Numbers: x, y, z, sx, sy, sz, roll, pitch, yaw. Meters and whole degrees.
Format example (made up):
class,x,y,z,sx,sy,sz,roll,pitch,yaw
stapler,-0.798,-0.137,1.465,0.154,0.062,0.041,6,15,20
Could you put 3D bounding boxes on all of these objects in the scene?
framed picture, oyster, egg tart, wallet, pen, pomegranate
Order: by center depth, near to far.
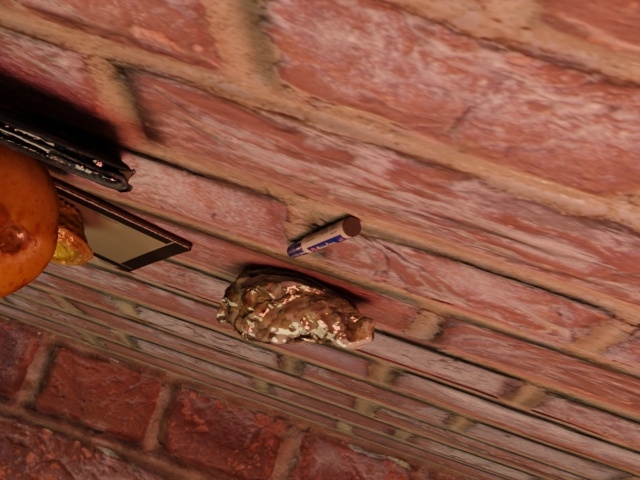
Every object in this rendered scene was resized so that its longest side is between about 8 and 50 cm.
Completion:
class,x,y,z,sx,sy,sz,roll,pitch,yaw
wallet,-0.397,-0.147,1.122,0.378,0.046,0.190,25,-178,-20
pen,0.000,0.000,1.249,0.025,0.025,0.204,25,162,-17
pomegranate,-0.480,-0.042,1.304,0.264,0.264,0.264,18,163,6
egg tart,-0.431,-0.024,1.515,0.191,0.074,0.191,18,162,6
oyster,-0.049,0.120,1.529,0.198,0.112,0.267,27,159,-22
framed picture,-0.382,-0.021,1.622,0.265,0.016,0.347,27,162,-21
